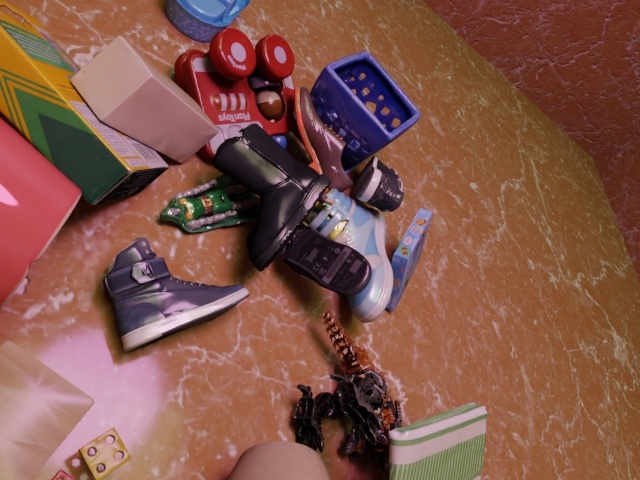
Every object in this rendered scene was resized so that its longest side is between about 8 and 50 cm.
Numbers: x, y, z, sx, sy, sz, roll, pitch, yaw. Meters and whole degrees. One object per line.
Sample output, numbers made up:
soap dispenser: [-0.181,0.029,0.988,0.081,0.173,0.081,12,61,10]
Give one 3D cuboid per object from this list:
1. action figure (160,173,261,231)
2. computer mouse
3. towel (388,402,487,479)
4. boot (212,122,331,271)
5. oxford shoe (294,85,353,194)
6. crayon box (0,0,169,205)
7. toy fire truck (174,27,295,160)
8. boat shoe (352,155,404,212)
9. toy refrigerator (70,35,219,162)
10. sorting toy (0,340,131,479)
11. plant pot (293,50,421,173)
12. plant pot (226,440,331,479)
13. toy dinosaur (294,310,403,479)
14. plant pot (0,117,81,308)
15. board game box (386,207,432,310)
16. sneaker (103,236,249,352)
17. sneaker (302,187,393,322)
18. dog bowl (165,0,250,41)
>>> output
action figure: [-0.204,-0.072,0.896,0.232,0.063,0.137,-23,81,-44]
computer mouse: [0.000,0.000,0.930,0.262,0.060,0.184,25,68,17]
towel: [0.190,0.453,0.768,0.247,0.038,0.325,2,92,-40]
boot: [-0.121,-0.088,0.870,0.207,0.094,0.246,34,64,0]
oxford shoe: [0.004,-0.242,1.106,0.097,0.098,0.271,-79,152,-81]
crayon box: [-0.397,-0.209,0.707,0.323,0.083,0.203,50,4,-10]
toy fire truck: [-0.170,-0.316,1.046,0.302,0.169,0.254,-20,102,-48]
boat shoe: [0.142,-0.134,1.139,0.091,0.114,0.302,29,21,-6]
toy refrigerator: [-0.285,-0.228,0.793,0.094,0.102,0.269,51,5,9]
sorting toy: [-0.367,0.220,0.552,0.274,0.046,0.132,41,43,-10]
plant pot: [0.084,-0.318,1.203,0.236,0.212,0.236,49,41,-2]
plant pot: [-0.057,0.406,0.567,0.256,0.256,0.274,32,30,-20]
toy dinosaur: [0.064,0.295,0.835,0.322,0.164,0.218,48,23,25]
plant pot: [-0.448,-0.047,0.536,0.243,0.275,0.275,38,42,-29]
board game box: [0.208,0.042,1.102,0.039,0.160,0.211,20,39,18]
sneaker: [-0.232,0.064,0.751,0.226,0.086,0.163,-16,75,-45]
sneaker: [0.041,0.017,0.997,0.208,0.127,0.319,29,36,-25]
dog bowl: [-0.292,-0.618,1.195,0.166,0.074,0.297,34,45,-17]
